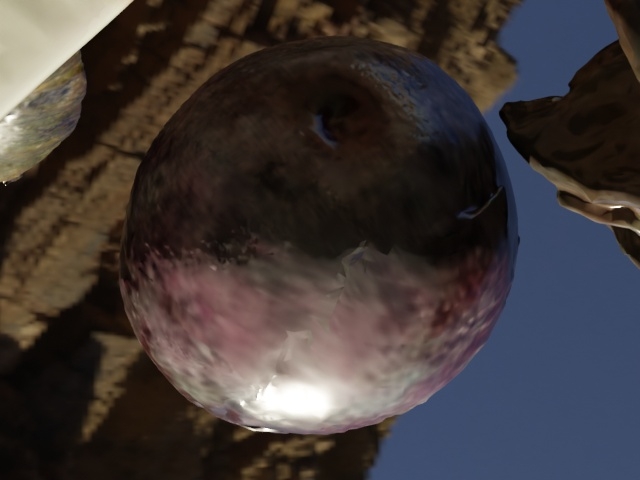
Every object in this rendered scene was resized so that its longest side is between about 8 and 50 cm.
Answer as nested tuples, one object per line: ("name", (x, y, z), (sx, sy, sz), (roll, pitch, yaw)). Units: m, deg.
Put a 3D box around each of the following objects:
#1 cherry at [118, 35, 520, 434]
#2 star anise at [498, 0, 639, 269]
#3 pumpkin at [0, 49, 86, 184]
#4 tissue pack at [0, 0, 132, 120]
("cherry", (0.000, -0.006, 0.864), (0.195, 0.195, 0.195), (-2, -95, 26))
("star anise", (0.243, -0.044, 0.824), (0.331, 0.331, 0.118), (-12, -115, 24))
("pumpkin", (-0.290, -0.113, 1.055), (0.280, 0.139, 0.190), (-17, -115, -11))
("tissue pack", (-0.095, -0.104, 0.518), (0.148, 0.099, 0.106), (-40, -151, 12))
